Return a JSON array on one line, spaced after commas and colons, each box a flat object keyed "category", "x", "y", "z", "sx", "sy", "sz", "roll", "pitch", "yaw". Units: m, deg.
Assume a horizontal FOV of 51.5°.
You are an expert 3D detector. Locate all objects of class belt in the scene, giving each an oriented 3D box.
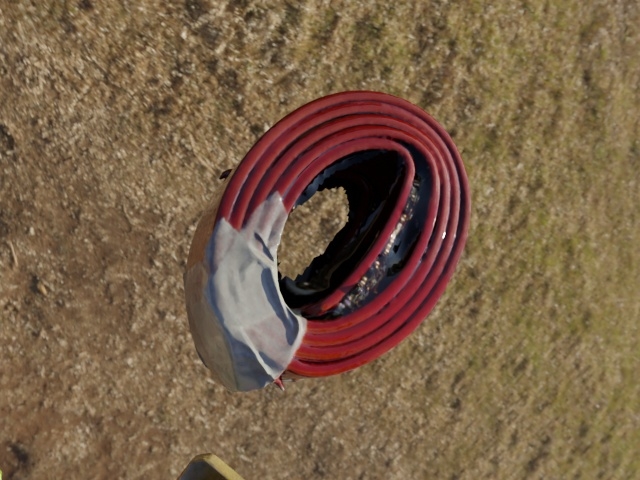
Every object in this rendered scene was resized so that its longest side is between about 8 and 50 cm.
[{"category": "belt", "x": 0.000, "y": 0.000, "z": 0.638, "sx": 0.227, "sy": 0.115, "sz": 0.324, "roll": 46, "pitch": 64, "yaw": -6}]

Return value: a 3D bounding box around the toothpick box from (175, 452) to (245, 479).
[{"category": "toothpick box", "x": -0.104, "y": 0.320, "z": 0.445, "sx": 0.187, "sy": 0.308, "sz": 0.190, "roll": 40, "pitch": 98, "yaw": 2}]
